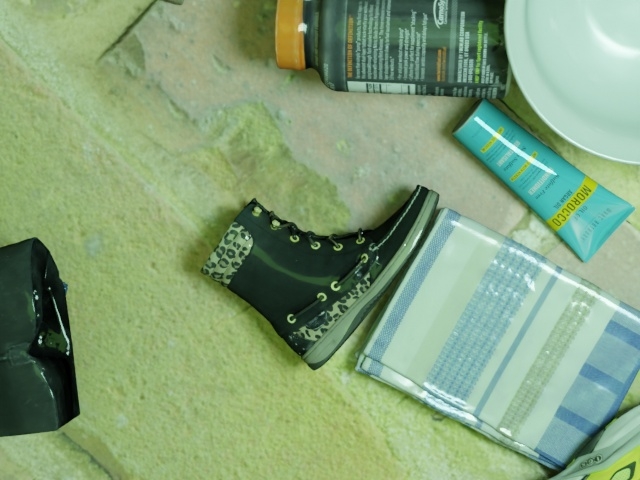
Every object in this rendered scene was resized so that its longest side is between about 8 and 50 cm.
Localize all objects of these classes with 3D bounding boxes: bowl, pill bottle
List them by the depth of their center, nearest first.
[{"bbox_3d":[0.327,-0.235,1.426,0.298,0.134,0.298,2,114,4],"label":"bowl"},{"bbox_3d":[0.077,-0.217,1.493,0.245,0.130,0.130,3,98,4],"label":"pill bottle"}]

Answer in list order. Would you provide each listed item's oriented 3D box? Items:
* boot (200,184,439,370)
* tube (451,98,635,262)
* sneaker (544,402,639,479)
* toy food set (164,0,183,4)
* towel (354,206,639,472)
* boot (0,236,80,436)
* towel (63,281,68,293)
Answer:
[{"bbox_3d":[-0.001,0.001,1.553,0.178,0.085,0.236,37,100,2],"label":"boot"},{"bbox_3d":[0.235,-0.069,1.545,0.207,0.052,0.080,39,110,-7],"label":"tube"},{"bbox_3d":[0.275,0.328,1.525,0.384,0.147,0.145,-45,119,11],"label":"sneaker"},{"bbox_3d":[-0.204,-0.426,1.521,0.219,0.092,0.306,17,100,-9],"label":"toy food set"},{"bbox_3d":[0.205,0.113,1.577,0.285,0.034,0.209,28,97,-1],"label":"towel"},{"bbox_3d":[-0.504,0.058,1.547,0.445,0.146,0.367,-7,110,16],"label":"boot"},{"bbox_3d":[-0.349,0.062,1.618,0.119,0.029,0.067,16,98,3],"label":"towel"}]
